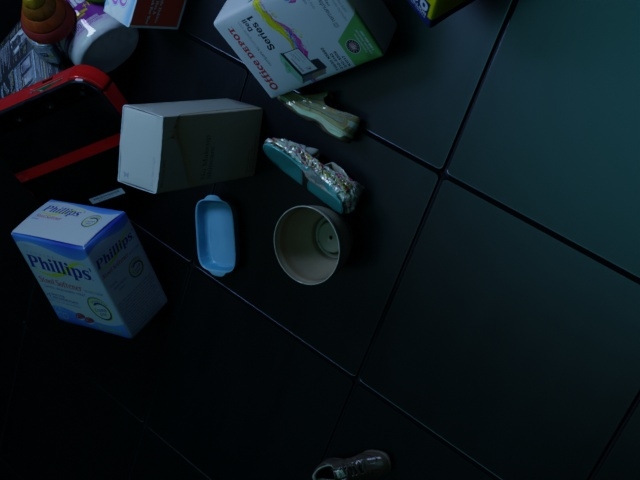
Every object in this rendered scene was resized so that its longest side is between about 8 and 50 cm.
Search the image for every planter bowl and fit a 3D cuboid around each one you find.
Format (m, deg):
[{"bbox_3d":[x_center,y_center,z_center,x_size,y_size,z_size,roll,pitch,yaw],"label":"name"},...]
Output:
[{"bbox_3d":[0.000,0.000,1.778,0.162,0.109,0.162,9,106,33],"label":"planter bowl"}]

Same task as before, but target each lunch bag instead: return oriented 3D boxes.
[{"bbox_3d":[-0.637,-0.450,1.997,0.053,0.071,0.083,-42,71,-12],"label":"lunch bag"}]

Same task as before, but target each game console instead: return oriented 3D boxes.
[{"bbox_3d":[-0.576,-0.219,2.033,0.387,0.060,0.342,-16,129,26],"label":"game console"}]

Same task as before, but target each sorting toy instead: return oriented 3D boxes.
[{"bbox_3d":[-0.510,-0.582,1.868,0.365,0.126,0.127,-42,77,-8],"label":"sorting toy"}]

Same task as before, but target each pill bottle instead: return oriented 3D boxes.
[{"bbox_3d":[-0.569,-0.543,2.010,0.301,0.169,0.169,51,123,14],"label":"pill bottle"}]

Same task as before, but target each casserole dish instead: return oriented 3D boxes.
[{"bbox_3d":[-0.230,-0.013,1.980,0.114,0.037,0.188,5,103,34],"label":"casserole dish"}]

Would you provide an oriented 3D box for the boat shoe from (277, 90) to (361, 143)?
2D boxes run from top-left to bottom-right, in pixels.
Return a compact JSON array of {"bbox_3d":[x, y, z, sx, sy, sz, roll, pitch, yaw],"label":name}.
[{"bbox_3d":[0.000,-0.270,1.751,0.190,0.068,0.072,32,105,14],"label":"boat shoe"}]

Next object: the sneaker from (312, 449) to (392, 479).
[{"bbox_3d":[0.066,0.500,1.870,0.188,0.071,0.066,-21,88,37],"label":"sneaker"}]

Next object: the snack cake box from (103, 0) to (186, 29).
[{"bbox_3d":[-0.348,-0.592,1.857,0.089,0.152,0.264,35,118,24],"label":"snack cake box"}]

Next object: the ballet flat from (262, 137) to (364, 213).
[{"bbox_3d":[-0.010,-0.142,1.776,0.241,0.077,0.091,40,155,17],"label":"ballet flat"}]

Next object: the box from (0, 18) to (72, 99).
[{"bbox_3d":[-0.707,-0.398,2.133,0.242,0.077,0.307,-34,59,34],"label":"box"}]

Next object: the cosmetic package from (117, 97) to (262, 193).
[{"bbox_3d":[-0.262,-0.201,1.789,0.113,0.309,0.160,19,112,29],"label":"cosmetic package"}]

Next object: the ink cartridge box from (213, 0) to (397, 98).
[{"bbox_3d":[-0.030,-0.412,1.645,0.278,0.117,0.201,-14,129,36],"label":"ink cartridge box"}]

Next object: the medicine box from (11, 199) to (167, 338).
[{"bbox_3d":[-0.553,0.066,2.088,0.264,0.149,0.289,9,133,33],"label":"medicine box"}]

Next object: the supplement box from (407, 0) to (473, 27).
[{"bbox_3d":[0.213,-0.537,1.343,0.194,0.195,0.356,52,165,14],"label":"supplement box"}]
